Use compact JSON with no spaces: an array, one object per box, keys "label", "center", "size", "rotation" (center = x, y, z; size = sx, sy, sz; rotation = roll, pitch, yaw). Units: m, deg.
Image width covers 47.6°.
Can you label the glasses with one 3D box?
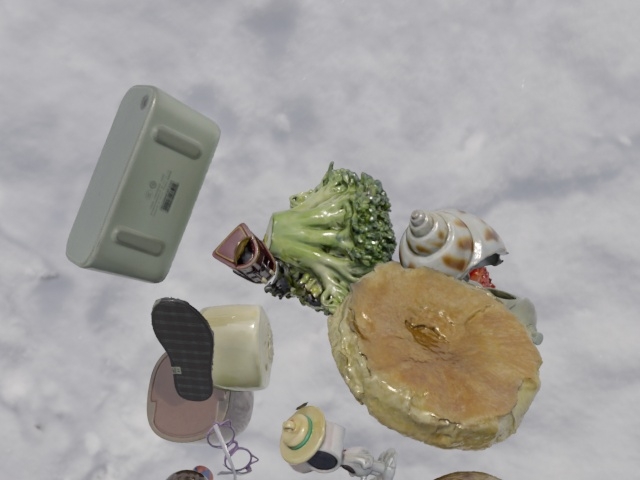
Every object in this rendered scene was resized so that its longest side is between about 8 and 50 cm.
[{"label":"glasses","center":[-0.156,0.407,1.325],"size":[0.062,0.104,0.140],"rotation":[-29,117,-4]}]

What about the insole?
[{"label":"insole","center":[-0.246,0.205,1.322],"size":[0.110,0.012,0.310],"rotation":[3,135,-1]}]

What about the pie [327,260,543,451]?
[{"label":"pie","center":[0.173,0.159,1.067],"size":[0.339,0.339,0.083],"rotation":[26,129,2]}]

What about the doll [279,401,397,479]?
[{"label":"doll","center":[0.044,0.466,1.638],"size":[0.271,0.144,0.208],"rotation":[8,145,1]}]

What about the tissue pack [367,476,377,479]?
[{"label":"tissue pack","center":[0.121,0.649,1.745],"size":[0.148,0.099,0.106],"rotation":[-29,121,6]}]

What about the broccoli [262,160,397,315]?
[{"label":"broccoli","center":[0.023,0.006,1.538],"size":[0.271,0.324,0.334],"rotation":[19,104,1]}]

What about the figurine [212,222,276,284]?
[{"label":"figurine","center":[-0.127,0.037,1.314],"size":[0.082,0.154,0.098],"rotation":[-44,71,-3]}]

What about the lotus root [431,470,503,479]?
[{"label":"lotus root","center":[0.117,0.217,0.497],"size":[0.110,0.258,0.097],"rotation":[-7,84,-7]}]

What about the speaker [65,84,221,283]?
[{"label":"speaker","center":[-0.380,-0.114,1.576],"size":[0.184,0.406,0.183],"rotation":[23,176,-39]}]

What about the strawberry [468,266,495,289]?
[{"label":"strawberry","center":[0.365,0.172,1.790],"size":[0.097,0.228,0.174],"rotation":[14,179,-30]}]

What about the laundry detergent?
[{"label":"laundry detergent","center":[0.334,0.159,1.456],"size":[0.253,0.181,0.091],"rotation":[16,130,49]}]

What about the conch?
[{"label":"conch","center":[0.232,0.010,1.357],"size":[0.182,0.275,0.149],"rotation":[-35,75,14]}]

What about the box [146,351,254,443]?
[{"label":"box","center":[-0.339,0.467,2.145],"size":[0.300,0.301,0.216],"rotation":[-2,155,22]}]

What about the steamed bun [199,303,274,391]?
[{"label":"steamed bun","center":[-0.221,0.285,1.845],"size":[0.199,0.155,0.250],"rotation":[-2,120,5]}]

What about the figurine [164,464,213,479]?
[{"label":"figurine","center":[-0.344,0.680,1.869],"size":[0.161,0.275,0.158],"rotation":[41,98,-19]}]
